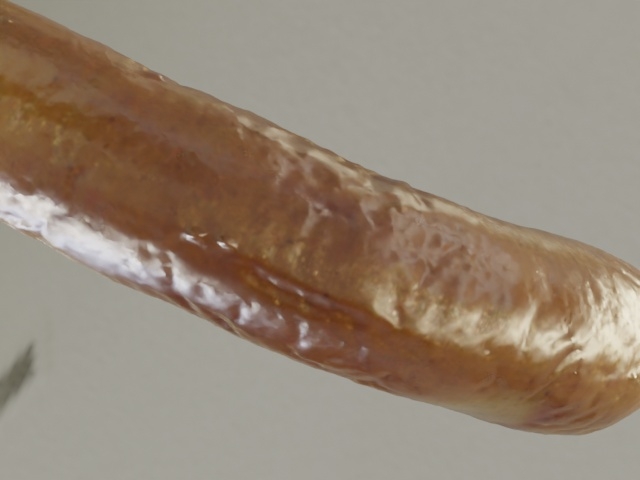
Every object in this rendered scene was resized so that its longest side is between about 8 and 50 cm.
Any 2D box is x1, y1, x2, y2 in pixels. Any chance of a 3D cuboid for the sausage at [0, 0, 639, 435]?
[{"bbox_3d":[0.001,0.002,0.723,0.076,0.302,0.103,-62,-164,18],"label":"sausage"}]
